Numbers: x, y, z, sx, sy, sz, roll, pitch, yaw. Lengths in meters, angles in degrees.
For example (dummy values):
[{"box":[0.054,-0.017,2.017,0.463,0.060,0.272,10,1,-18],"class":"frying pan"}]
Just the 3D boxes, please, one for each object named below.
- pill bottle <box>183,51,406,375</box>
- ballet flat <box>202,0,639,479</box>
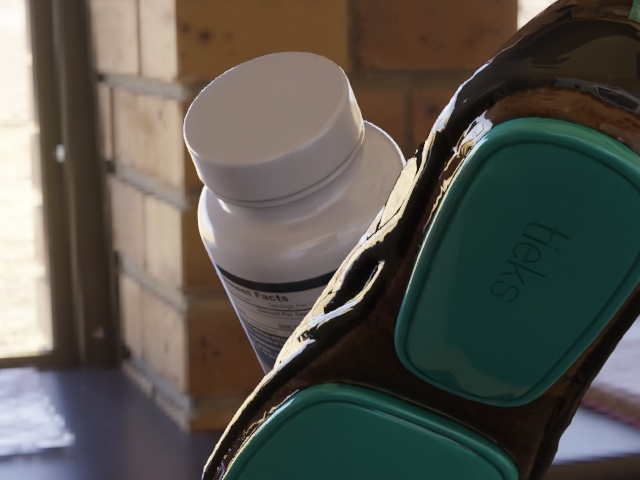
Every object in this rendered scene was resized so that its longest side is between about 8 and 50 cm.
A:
[{"box":[0.000,0.000,0.767,0.108,0.180,0.108,-12,42,11],"class":"pill bottle"},{"box":[0.043,0.029,0.483,0.095,0.280,0.096,29,46,-4],"class":"ballet flat"}]
